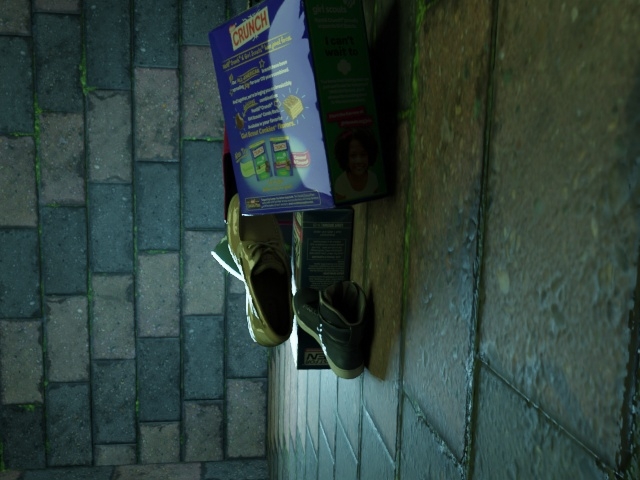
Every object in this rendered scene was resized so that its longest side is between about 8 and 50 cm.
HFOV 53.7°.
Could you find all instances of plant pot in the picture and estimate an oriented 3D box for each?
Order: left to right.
[{"bbox_3d":[-0.132,0.028,1.790,0.195,0.290,0.290,53,166,4],"label":"plant pot"}]

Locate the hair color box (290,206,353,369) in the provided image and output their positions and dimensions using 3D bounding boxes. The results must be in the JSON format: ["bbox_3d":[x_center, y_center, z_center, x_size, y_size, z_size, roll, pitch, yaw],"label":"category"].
[{"bbox_3d":[-0.005,0.080,1.339,0.174,0.105,0.348,-114,25,-71],"label":"hair color box"}]

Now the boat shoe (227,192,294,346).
[{"bbox_3d":[-0.111,0.048,1.324,0.110,0.121,0.342,145,113,-65],"label":"boat shoe"}]

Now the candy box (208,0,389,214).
[{"bbox_3d":[-0.041,-0.209,1.004,0.268,0.122,0.318,0,103,52],"label":"candy box"}]

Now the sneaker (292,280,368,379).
[{"bbox_3d":[0.014,0.114,1.133,0.226,0.086,0.164,48,150,46],"label":"sneaker"}]

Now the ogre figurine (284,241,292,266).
[{"bbox_3d":[-0.045,0.071,1.565,0.197,0.118,0.097,-126,42,-74],"label":"ogre figurine"}]

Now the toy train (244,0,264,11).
[{"bbox_3d":[-0.175,-0.721,2.234,0.142,0.190,0.334,-131,42,-78],"label":"toy train"}]

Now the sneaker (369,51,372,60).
[{"bbox_3d":[0.023,-0.265,1.121,0.221,0.087,0.128,-18,41,51],"label":"sneaker"}]

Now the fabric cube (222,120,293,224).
[{"bbox_3d":[-0.096,-0.213,1.466,0.259,0.253,0.258,101,168,-55],"label":"fabric cube"}]
